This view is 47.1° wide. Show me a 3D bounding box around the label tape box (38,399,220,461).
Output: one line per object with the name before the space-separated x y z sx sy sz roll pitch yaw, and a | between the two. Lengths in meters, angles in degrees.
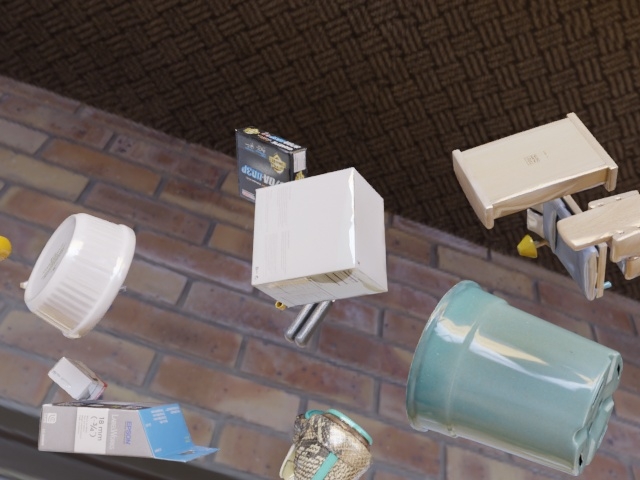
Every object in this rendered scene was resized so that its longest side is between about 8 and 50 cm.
label tape box | -0.418 0.422 1.655 0.334 0.105 0.240 1 171 10

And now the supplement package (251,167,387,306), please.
supplement package | 0.000 0.000 1.345 0.203 0.194 0.149 -11 155 24

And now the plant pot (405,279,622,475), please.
plant pot | 0.404 0.289 1.490 0.334 0.341 0.341 17 134 33

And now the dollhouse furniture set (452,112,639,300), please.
dollhouse furniture set | 0.354 0.009 1.157 0.198 0.286 0.303 -18 137 0

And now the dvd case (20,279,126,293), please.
dvd case | -0.665 0.125 1.985 0.221 0.164 0.018 11 103 15

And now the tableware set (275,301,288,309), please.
tableware set | -0.097 0.110 1.892 0.104 0.154 0.024 -20 141 18

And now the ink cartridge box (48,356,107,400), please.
ink cartridge box | -0.588 0.340 1.787 0.099 0.056 0.135 38 169 9

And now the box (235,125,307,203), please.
box | -0.117 -0.160 1.738 0.220 0.051 0.175 28 128 43

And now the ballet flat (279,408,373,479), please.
ballet flat | -0.004 0.408 1.360 0.164 0.182 0.483 36 169 8

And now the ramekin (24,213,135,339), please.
ramekin | -0.524 0.066 1.578 0.127 0.272 0.273 31 126 -30

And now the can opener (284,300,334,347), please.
can opener | -0.008 0.168 2.061 0.074 0.280 0.093 20 155 32

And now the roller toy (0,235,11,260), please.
roller toy | -0.620 0.026 1.151 0.191 0.209 0.146 -29 74 29
